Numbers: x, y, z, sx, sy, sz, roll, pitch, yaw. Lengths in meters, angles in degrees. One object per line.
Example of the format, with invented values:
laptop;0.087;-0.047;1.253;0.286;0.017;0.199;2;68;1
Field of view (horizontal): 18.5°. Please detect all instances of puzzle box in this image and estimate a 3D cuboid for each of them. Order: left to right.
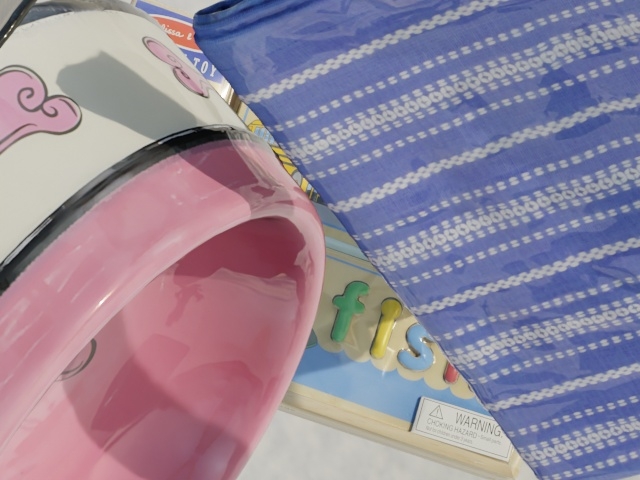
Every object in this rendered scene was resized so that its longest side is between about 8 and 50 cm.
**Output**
puzzle box;0.000;0.000;1.545;0.409;0.052;0.272;19;76;-8

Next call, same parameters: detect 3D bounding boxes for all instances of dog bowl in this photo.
dog bowl;-0.154;0.082;1.043;0.150;0.408;0.408;34;70;19

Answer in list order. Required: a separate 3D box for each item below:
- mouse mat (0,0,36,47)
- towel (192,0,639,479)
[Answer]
mouse mat;-0.091;-0.080;0.542;0.189;0.007;0.152;-17;37;57
towel;0.121;-0.013;0.886;0.243;0.336;0.040;-18;33;34
